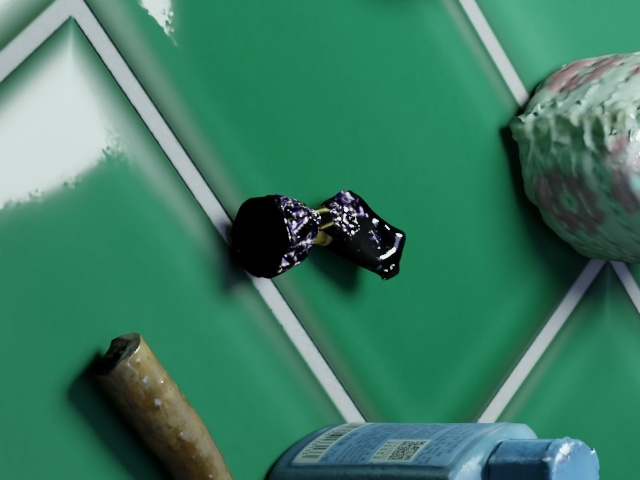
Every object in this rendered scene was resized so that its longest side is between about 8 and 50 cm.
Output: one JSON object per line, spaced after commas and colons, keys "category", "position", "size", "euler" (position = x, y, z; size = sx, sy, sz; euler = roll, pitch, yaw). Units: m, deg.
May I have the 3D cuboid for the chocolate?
{"category": "chocolate", "position": [-0.001, -0.003, 1.439], "size": [0.147, 0.070, 0.072], "euler": [5, 72, -53]}

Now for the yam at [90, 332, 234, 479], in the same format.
{"category": "yam", "position": [-0.062, 0.202, 1.366], "size": [0.327, 0.045, 0.045], "euler": [59, 20, -24]}

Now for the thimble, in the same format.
{"category": "thimble", "position": [0.272, -0.075, 1.634], "size": [0.211, 0.149, 0.185], "euler": [13, 79, -41]}

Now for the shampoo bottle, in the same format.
{"category": "shampoo bottle", "position": [0.081, 0.165, 1.354], "size": [0.104, 0.258, 0.061], "euler": [-29, 105, -41]}
